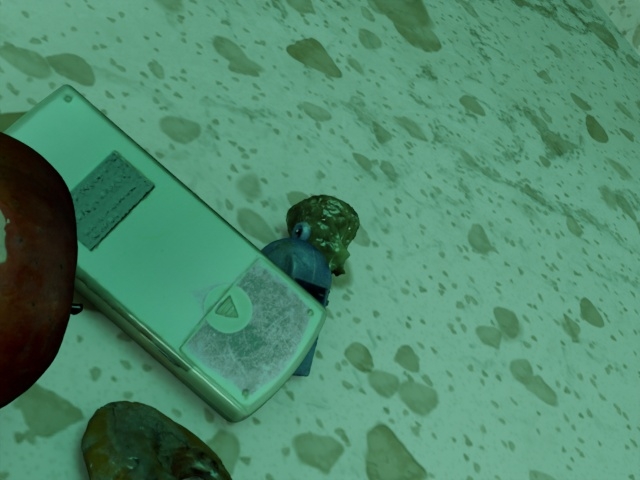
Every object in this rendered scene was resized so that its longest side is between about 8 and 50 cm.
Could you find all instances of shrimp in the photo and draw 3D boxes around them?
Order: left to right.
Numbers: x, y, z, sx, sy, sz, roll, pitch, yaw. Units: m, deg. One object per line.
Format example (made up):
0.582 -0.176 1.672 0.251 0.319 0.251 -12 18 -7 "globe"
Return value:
-0.110 0.199 0.831 0.187 0.052 0.132 48 35 14 "shrimp"

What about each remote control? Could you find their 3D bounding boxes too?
-0.157 0.013 0.949 0.344 0.050 0.145 42 61 -2 "remote control"

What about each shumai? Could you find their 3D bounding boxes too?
0.000 0.000 1.141 0.083 0.082 0.080 12 41 -6 "shumai"

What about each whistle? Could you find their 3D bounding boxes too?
-0.035 0.056 1.051 0.090 0.090 0.158 19 80 -30 "whistle"

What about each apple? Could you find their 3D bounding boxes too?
-0.278 0.020 0.721 0.234 0.234 0.234 26 38 -22 "apple"
